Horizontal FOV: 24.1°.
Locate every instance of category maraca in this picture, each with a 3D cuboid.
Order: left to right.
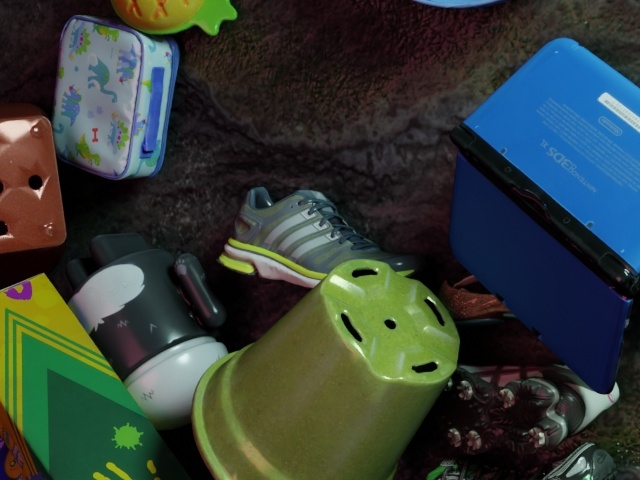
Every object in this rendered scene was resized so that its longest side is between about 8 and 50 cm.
[{"bbox_3d":[-0.194,-0.334,2.002,0.186,0.099,0.127,11,90,14],"label":"maraca"}]

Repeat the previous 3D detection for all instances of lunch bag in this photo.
[{"bbox_3d":[-0.286,-0.198,2.089,0.176,0.090,0.219,18,106,36],"label":"lunch bag"}]

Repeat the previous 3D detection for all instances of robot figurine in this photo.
[{"bbox_3d":[-0.235,0.123,2.041,0.278,0.174,0.209,58,159,17],"label":"robot figurine"}]

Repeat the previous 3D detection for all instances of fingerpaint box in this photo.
[{"bbox_3d":[-0.373,0.328,2.068,0.371,0.163,0.445,51,148,21],"label":"fingerpaint box"}]

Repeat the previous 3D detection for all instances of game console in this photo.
[{"bbox_3d":[0.284,-0.031,1.620,0.250,0.173,0.293,-43,52,-1],"label":"game console"}]

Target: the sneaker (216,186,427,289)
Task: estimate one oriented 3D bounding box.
[{"bbox_3d":[0.000,0.000,1.886,0.300,0.111,0.121,10,93,31],"label":"sneaker"}]

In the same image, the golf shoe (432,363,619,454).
[{"bbox_3d":[0.226,0.190,1.741,0.273,0.120,0.105,2,104,60],"label":"golf shoe"}]

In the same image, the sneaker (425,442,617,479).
[{"bbox_3d":[0.194,0.311,1.752,0.343,0.134,0.146,-33,74,36],"label":"sneaker"}]

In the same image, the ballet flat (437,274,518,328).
[{"bbox_3d":[0.220,0.066,1.747,0.206,0.073,0.067,-3,79,34],"label":"ballet flat"}]

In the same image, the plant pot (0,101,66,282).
[{"bbox_3d":[-0.487,-0.066,2.104,0.236,0.267,0.267,-5,93,61],"label":"plant pot"}]

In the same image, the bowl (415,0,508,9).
[{"bbox_3d":[0.179,-0.460,1.709,0.391,0.077,0.391,5,98,37],"label":"bowl"}]

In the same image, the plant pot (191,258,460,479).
[{"bbox_3d":[0.024,0.167,1.755,0.276,0.276,0.254,53,131,21],"label":"plant pot"}]
